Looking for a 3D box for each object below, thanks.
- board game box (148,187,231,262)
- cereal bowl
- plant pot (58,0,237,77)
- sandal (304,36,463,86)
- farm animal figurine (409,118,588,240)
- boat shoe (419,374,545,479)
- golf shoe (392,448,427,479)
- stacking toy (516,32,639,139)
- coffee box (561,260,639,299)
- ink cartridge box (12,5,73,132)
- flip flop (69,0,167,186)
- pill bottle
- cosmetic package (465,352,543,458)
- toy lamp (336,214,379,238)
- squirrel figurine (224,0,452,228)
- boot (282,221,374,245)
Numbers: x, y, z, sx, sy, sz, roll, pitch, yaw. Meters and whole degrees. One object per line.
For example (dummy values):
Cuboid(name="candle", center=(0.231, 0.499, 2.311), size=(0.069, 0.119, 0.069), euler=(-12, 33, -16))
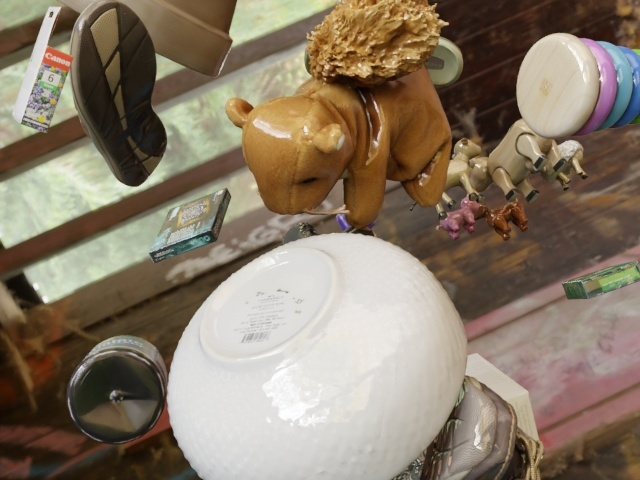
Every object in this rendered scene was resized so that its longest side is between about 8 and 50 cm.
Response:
Cuboid(name="board game box", center=(-0.236, -0.030, 1.514), size=(0.186, 0.126, 0.026), euler=(-83, -29, -63))
Cuboid(name="cereal bowl", center=(-0.024, 0.110, 0.881), size=(0.141, 0.339, 0.339), euler=(60, 180, -34))
Cuboid(name="plant pot", center=(-0.232, -0.436, 1.188), size=(0.323, 0.280, 0.323), euler=(27, -168, -6))
Cuboid(name="sandal", center=(0.112, -0.338, 1.537), size=(0.086, 0.302, 0.120), euler=(-67, -22, -49))
Cuboid(name="farm animal figurine", center=(0.379, -0.152, 1.796), size=(0.330, 0.327, 0.172), euler=(19, -143, -50))
Cuboid(name="boat shoe", center=(0.192, 0.241, 0.935), size=(0.355, 0.130, 0.132), euler=(82, -157, -71))
Cuboid(name="golf shoe", center=(0.105, 0.398, 1.324), size=(0.120, 0.272, 0.105), euler=(73, 176, -48))
Cuboid(name="stacking toy", center=(0.447, -0.214, 1.175), size=(0.141, 0.330, 0.141), euler=(11, 103, 62))
Cuboid(name="coffee box", center=(0.542, 0.080, 1.593), size=(0.184, 0.113, 0.040), euler=(50, -160, -84))
Cuboid(name="ink cartridge box", center=(-0.261, -0.165, 0.790), size=(0.029, 0.115, 0.063), euler=(18, -174, -31))
Cuboid(name="flip flop", center=(-0.245, -0.166, 0.966), size=(0.080, 0.112, 0.277), euler=(34, 157, 17))
Cuboid(name="pill bottle", center=(-0.270, 0.194, 1.122), size=(0.123, 0.122, 0.219), euler=(66, 171, -4))
Cuboid(name="cosmetic package", center=(0.269, 0.273, 1.337), size=(0.231, 0.085, 0.117), euler=(-144, 39, -76))
Cuboid(name="toy lamp", center=(0.140, 0.035, 1.758), size=(0.275, 0.080, 0.080), euler=(49, 177, -4))
Cuboid(name="squirrel figurine", center=(0.028, -0.211, 1.231), size=(0.281, 0.370, 0.397), euler=(26, 113, 26))
Cuboid(name="boot", center=(0.000, 0.000, 1.388), size=(0.077, 0.198, 0.137), euler=(12, -133, -39))
